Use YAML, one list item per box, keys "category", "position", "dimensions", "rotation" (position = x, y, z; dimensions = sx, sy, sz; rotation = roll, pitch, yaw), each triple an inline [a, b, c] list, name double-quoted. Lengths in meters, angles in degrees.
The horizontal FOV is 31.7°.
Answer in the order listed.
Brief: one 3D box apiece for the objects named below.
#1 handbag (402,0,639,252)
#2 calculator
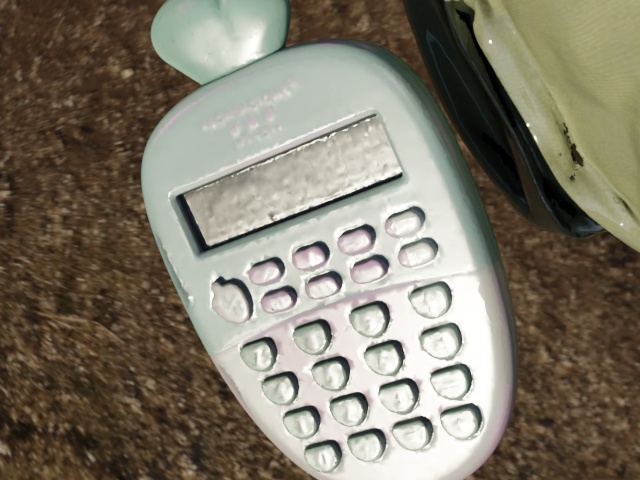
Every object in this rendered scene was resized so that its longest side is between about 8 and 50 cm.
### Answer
- category: "handbag"
  position: [0.129, -0.102, 0.597]
  dimensions: [0.109, 0.316, 0.253]
  rotation: [-30, 108, -7]
- category: "calculator"
  position: [0.000, 0.000, 0.601]
  dimensions: [0.041, 0.185, 0.299]
  rotation: [-32, 100, -61]
